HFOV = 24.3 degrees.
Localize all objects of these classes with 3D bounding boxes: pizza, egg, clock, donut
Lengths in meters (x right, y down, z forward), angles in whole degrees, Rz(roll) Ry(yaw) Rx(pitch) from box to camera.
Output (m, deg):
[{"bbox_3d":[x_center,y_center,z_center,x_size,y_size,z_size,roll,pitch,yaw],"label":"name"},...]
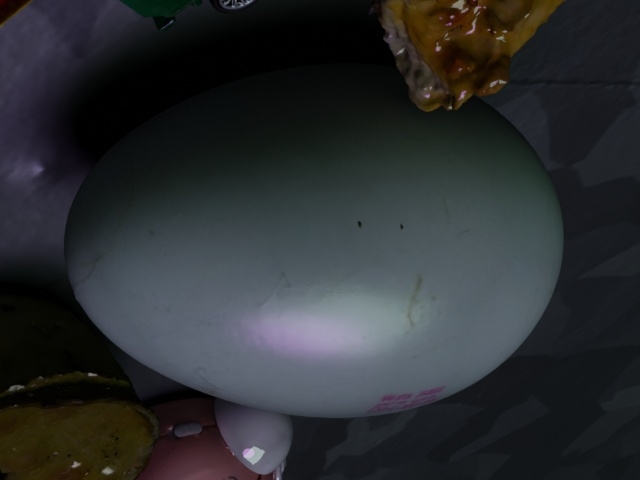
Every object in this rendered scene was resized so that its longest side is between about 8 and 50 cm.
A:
[{"bbox_3d":[0.125,-0.193,0.596,0.365,0.074,0.182,-54,169,24],"label":"pizza"},{"bbox_3d":[0.000,0.000,0.765,0.264,0.183,0.183,-1,144,-21],"label":"egg"},{"bbox_3d":[-0.098,0.179,1.074,0.162,0.093,0.166,-14,148,-21],"label":"clock"},{"bbox_3d":[-0.234,0.126,0.891,0.272,0.107,0.272,-21,154,-11],"label":"donut"}]

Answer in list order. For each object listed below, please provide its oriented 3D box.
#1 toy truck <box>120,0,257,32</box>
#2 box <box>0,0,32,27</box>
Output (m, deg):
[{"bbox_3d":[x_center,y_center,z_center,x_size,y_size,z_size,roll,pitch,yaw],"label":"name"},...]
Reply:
[{"bbox_3d":[-0.027,-0.155,0.618,0.147,0.065,0.079,-32,156,13],"label":"toy truck"},{"bbox_3d":[-0.104,-0.180,0.521,0.239,0.074,0.153,-34,152,20],"label":"box"}]
